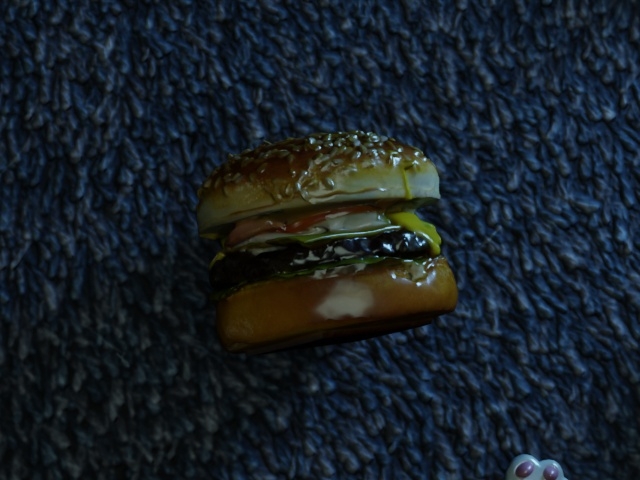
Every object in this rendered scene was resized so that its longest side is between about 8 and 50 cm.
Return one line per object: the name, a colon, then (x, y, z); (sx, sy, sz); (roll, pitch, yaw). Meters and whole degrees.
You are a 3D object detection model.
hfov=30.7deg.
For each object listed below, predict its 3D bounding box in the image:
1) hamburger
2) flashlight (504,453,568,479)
hamburger: (0.000, 0.000, 1.244); (0.291, 0.291, 0.225); (-9, 85, -3)
flashlight: (0.192, 0.316, 1.300); (0.200, 0.047, 0.093); (-31, 82, -8)
